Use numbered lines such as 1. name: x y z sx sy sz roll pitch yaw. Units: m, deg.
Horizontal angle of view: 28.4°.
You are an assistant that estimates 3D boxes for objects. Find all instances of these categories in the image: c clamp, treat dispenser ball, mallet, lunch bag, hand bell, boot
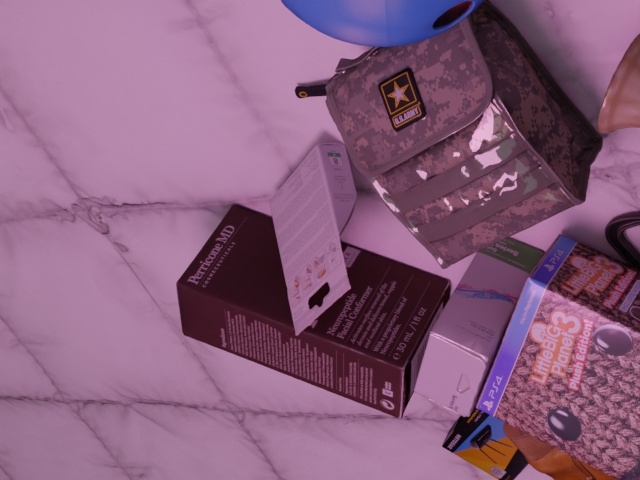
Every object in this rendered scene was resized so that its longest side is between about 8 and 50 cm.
1. c clamp: 0.455 0.016 1.651 0.160 0.022 0.137 40 148 -11
2. treat dispenser ball: 0.063 -0.345 1.304 0.288 0.288 0.288 20 141 17
3. mallet: 0.036 -0.212 1.689 0.189 0.039 0.062 7 138 36
4. lunch bag: 0.166 -0.141 1.552 0.235 0.169 0.287 -28 112 39
5. hand bell: 0.441 -0.128 1.381 0.242 0.126 0.126 27 144 21
6. boot: 0.446 0.288 1.917 0.295 0.104 0.211 -26 133 32

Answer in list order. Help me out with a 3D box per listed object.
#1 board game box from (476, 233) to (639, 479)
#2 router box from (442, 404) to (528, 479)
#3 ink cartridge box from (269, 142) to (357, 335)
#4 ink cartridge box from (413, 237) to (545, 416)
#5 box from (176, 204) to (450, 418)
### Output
1. board game box: 0.392 0.170 1.686 0.291 0.141 0.232 25 124 16
2. router box: 0.293 0.321 2.089 0.133 0.046 0.179 29 143 4
3. ink cartridge box: 0.000 0.000 1.817 0.056 0.225 0.181 -2 155 -29
4. ink cartridge box: 0.222 0.117 1.771 0.093 0.212 0.154 23 143 13
5. box: -0.010 0.104 1.949 0.381 0.191 0.143 18 141 18
